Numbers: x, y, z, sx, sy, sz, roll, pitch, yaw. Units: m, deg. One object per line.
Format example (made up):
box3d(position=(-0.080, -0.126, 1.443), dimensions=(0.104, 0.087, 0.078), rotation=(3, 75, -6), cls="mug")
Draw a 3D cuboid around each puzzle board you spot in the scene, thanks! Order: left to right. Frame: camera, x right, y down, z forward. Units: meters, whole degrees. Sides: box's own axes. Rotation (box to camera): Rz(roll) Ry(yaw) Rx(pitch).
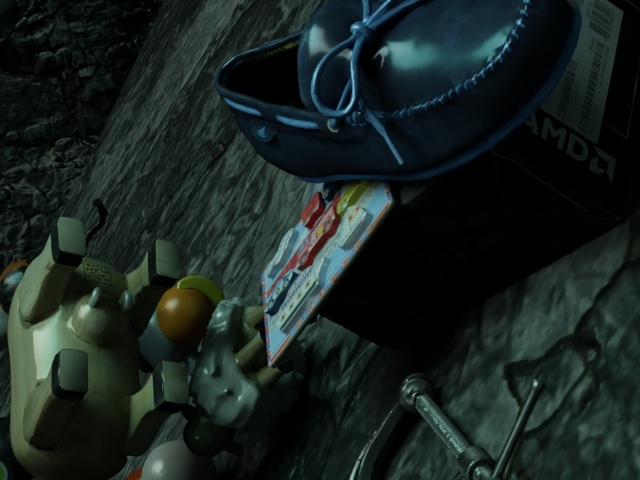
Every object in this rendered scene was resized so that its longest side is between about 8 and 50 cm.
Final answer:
box3d(position=(0.000, 0.000, 0.742), dimensions=(0.128, 0.011, 0.096), rotation=(-55, 21, 25), cls="puzzle board")

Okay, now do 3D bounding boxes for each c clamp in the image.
box3d(position=(0.059, 0.118, 0.680), dimensions=(0.137, 0.022, 0.160), rotation=(-65, 19, 2), cls="c clamp")

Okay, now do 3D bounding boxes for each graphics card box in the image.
box3d(position=(0.108, -0.135, 0.813), dimensions=(0.233, 0.094, 0.371), rotation=(-35, 33, 53), cls="graphics card box")

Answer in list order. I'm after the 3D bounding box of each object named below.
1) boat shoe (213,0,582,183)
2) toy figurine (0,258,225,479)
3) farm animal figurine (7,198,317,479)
box3d(position=(0.020, -0.081, 0.664), dimensions=(0.258, 0.089, 0.109), rotation=(-18, 43, 53), cls="boat shoe")
box3d(position=(-0.183, 0.120, 0.999), dimensions=(0.148, 0.213, 0.210), rotation=(145, 134, -59), cls="toy figurine")
box3d(position=(-0.183, 0.129, 0.820), dimensions=(0.172, 0.330, 0.327), rotation=(-48, 22, 43), cls="farm animal figurine")
